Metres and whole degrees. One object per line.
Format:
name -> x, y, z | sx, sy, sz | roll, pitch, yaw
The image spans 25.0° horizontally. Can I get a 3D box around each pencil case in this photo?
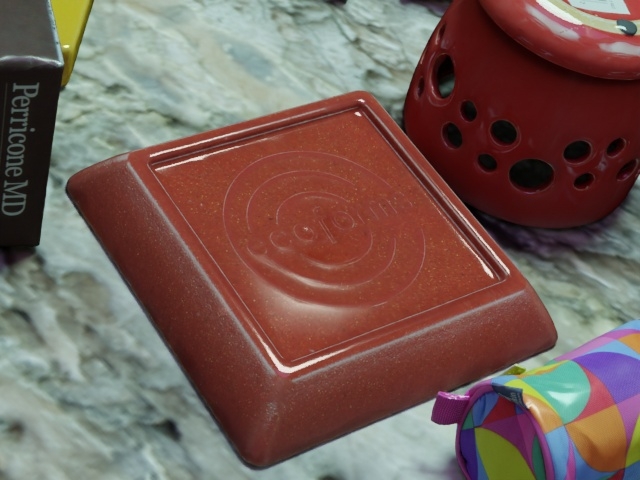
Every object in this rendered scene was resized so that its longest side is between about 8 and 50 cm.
pencil case -> 0.192, 0.099, 0.915 | 0.236, 0.104, 0.104 | -16, 55, -31

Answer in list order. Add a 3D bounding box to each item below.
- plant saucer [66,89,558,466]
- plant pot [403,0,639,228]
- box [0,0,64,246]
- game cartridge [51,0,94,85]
plant saucer -> 0.000, 0.000, 0.977 | 0.258, 0.047, 0.259 | -18, 56, -31
plant pot -> 0.176, -0.132, 1.069 | 0.191, 0.174, 0.191 | 11, 46, -12
box -> -0.279, -0.104, 0.896 | 0.203, 0.168, 0.167 | -3, 50, -20
game cartridge -> -0.323, -0.256, 1.110 | 0.324, 0.052, 0.285 | 15, 46, -8
